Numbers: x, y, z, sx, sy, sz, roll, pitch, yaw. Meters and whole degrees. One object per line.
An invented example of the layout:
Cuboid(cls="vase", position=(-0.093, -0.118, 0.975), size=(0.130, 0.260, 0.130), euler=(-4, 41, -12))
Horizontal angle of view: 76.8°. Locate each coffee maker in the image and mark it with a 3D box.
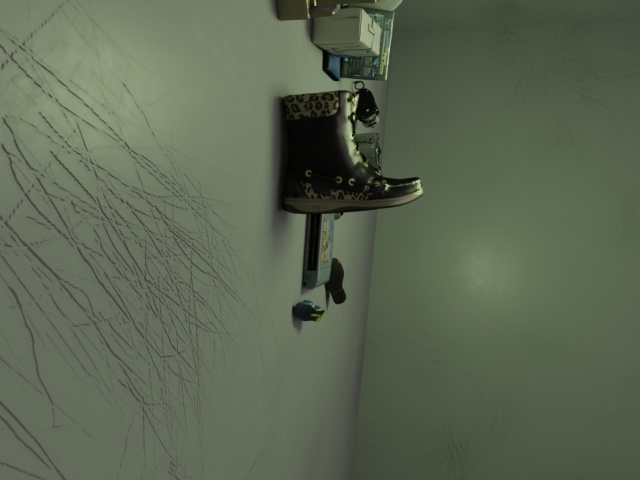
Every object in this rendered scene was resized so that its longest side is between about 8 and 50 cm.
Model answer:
Cuboid(cls="coffee maker", position=(0.213, -0.628, 1.876), size=(0.178, 0.120, 0.171), euler=(-9, 102, -77))

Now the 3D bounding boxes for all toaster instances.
Cuboid(cls="toaster", position=(0.193, -0.386, 1.804), size=(0.227, 0.146, 0.129), euler=(57, 40, -68))

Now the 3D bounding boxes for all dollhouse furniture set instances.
Cuboid(cls="dollhouse furniture set", position=(0.019, -0.676, 0.864), size=(0.286, 0.198, 0.303), euler=(-72, 160, -47))

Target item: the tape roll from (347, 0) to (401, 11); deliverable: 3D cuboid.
Cuboid(cls="tape roll", position=(0.193, -0.950, 1.418), size=(0.246, 0.246, 0.169), euler=(73, 25, -57))

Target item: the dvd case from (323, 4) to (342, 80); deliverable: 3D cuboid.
Cuboid(cls="dvd case", position=(0.041, -0.677, 1.340), size=(0.180, 0.022, 0.253), euler=(-35, 128, -72))

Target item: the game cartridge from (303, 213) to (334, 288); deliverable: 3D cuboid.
Cuboid(cls="game cartridge", position=(0.000, 0.000, 1.311), size=(0.198, 0.062, 0.297), euler=(1, 93, -73))

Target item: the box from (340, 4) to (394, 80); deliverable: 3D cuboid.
Cuboid(cls="box", position=(0.160, -0.703, 1.452), size=(0.059, 0.183, 0.232), euler=(-127, -143, -60))

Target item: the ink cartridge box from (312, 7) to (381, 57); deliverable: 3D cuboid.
Cuboid(cls="ink cartridge box", position=(0.080, -0.608, 1.194), size=(0.203, 0.148, 0.086), euler=(-28, 123, -63))

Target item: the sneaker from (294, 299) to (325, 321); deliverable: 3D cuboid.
Cuboid(cls="sneaker", position=(-0.043, 0.206, 1.203), size=(0.053, 0.059, 0.144), euler=(-55, 147, 0))

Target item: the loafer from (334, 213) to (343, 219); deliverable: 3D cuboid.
Cuboid(cls="loafer", position=(0.066, -0.118, 1.555), size=(0.148, 0.050, 0.056), euler=(-68, 158, -52))

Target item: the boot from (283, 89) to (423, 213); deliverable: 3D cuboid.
Cuboid(cls="boot", position=(0.082, -0.218, 1.006), size=(0.138, 0.377, 0.284), euler=(-149, -127, -73))

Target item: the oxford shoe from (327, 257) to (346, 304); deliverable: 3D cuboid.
Cuboid(cls="oxford shoe", position=(0.050, 0.148, 1.575), size=(0.076, 0.076, 0.212), euler=(-120, -161, -55))
